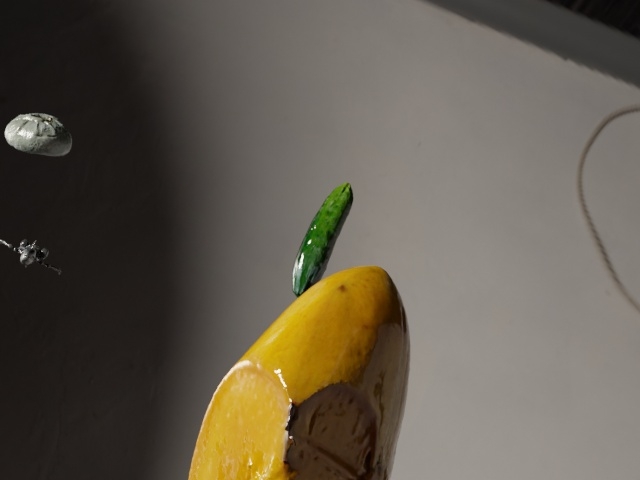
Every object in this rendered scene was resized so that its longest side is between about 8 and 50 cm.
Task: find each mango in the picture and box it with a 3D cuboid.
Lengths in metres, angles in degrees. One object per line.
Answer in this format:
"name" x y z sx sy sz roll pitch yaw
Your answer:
"mango" -0.007 0.134 0.677 0.126 0.154 0.252 15 81 42

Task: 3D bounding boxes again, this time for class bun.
"bun" -0.338 -0.128 1.137 0.083 0.083 0.045 9 103 -7

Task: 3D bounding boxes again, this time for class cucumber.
"cucumber" 0.000 0.000 1.053 0.039 0.039 0.167 24 67 1

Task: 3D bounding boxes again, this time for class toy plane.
"toy plane" -0.334 0.016 1.084 0.079 0.083 0.031 27 77 -11
